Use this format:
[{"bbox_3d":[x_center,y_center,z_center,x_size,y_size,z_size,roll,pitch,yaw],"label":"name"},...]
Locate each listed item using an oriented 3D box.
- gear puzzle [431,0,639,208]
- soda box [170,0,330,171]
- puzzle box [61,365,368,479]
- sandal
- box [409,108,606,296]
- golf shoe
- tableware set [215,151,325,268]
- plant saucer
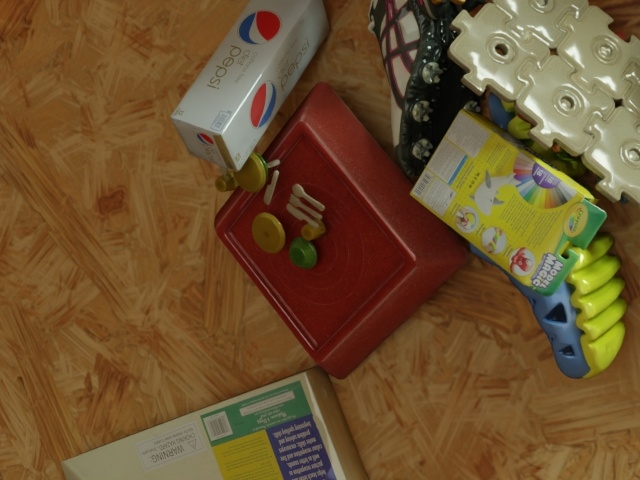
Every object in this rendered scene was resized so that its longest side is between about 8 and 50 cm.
[{"bbox_3d":[0.207,-0.174,1.031,0.339,0.175,0.044,39,154,1],"label":"gear puzzle"},{"bbox_3d":[-0.073,-0.185,1.178,0.069,0.074,0.216,22,67,23],"label":"soda box"},{"bbox_3d":[-0.121,0.344,1.339,0.409,0.052,0.272,-23,85,27],"label":"puzzle box"},{"bbox_3d":[0.215,-0.010,1.096,0.138,0.126,0.317,-22,77,30],"label":"sandal"},{"bbox_3d":[0.182,-0.036,1.024,0.179,0.043,0.105,43,113,30],"label":"box"},{"bbox_3d":[0.110,-0.206,1.149,0.120,0.105,0.272,22,111,51],"label":"golf shoe"},{"bbox_3d":[-0.056,-0.039,1.194,0.154,0.024,0.104,35,127,23],"label":"tableware set"},{"bbox_3d":[0.000,0.000,1.207,0.259,0.048,0.258,52,129,13],"label":"plant saucer"}]
